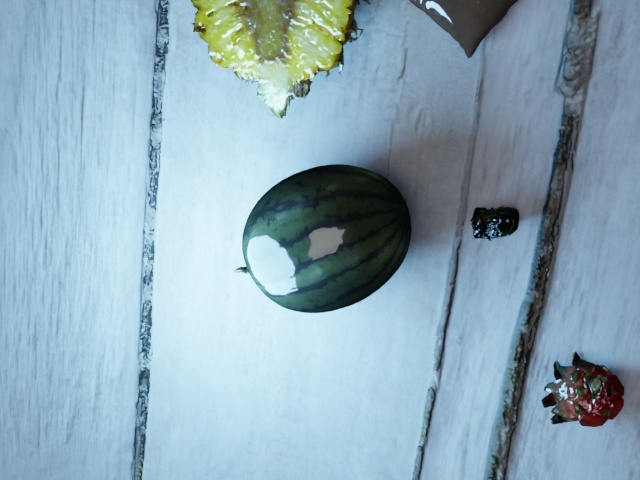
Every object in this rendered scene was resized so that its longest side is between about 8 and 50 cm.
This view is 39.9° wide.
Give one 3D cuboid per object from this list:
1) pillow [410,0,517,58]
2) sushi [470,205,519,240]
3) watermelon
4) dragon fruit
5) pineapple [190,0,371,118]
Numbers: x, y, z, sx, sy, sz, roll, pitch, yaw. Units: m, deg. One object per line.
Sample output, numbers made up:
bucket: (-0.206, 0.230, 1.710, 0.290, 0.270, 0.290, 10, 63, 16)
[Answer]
pillow: (0.250, -0.534, 1.556, 0.305, 0.108, 0.308, 38, 115, -5)
sushi: (0.332, -0.032, 1.677, 0.083, 0.085, 0.056, -5, 102, 21)
watermelon: (0.000, 0.000, 1.711, 0.359, 0.279, 0.279, -26, 93, 28)
dragon fruit: (0.503, 0.293, 1.675, 0.142, 0.130, 0.121, 20, 125, 58)
pineapple: (-0.066, -0.403, 1.710, 0.344, 0.209, 0.286, 7, 124, 16)
